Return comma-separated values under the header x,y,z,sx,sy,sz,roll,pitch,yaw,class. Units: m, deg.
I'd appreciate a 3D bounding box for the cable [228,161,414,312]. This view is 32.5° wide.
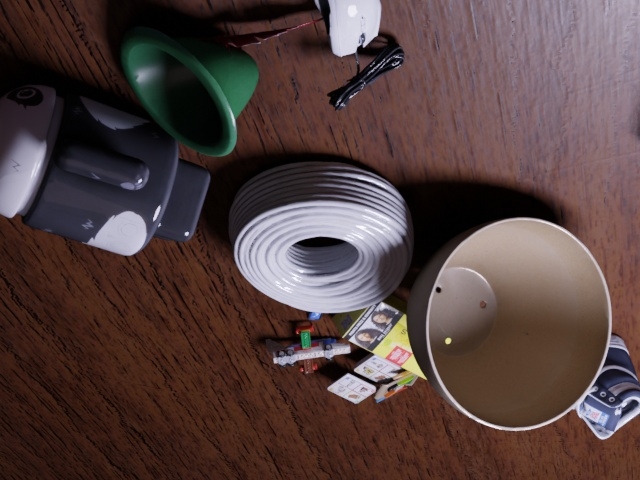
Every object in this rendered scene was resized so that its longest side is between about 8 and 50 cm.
x,y,z,sx,sy,sz,roll,pitch,yaw,class
0.000,0.000,1.508,0.257,0.089,0.257,8,142,-9,cable

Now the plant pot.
x,y,z,sx,sy,sz,roll,pitch,yaw,class
0.232,0.108,1.536,0.284,0.284,0.191,18,175,-21,plant pot

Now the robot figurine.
x,y,z,sx,sy,sz,roll,pitch,yaw,class
-0.280,-0.086,1.340,0.278,0.173,0.209,19,136,-22,robot figurine

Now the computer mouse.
x,y,z,sx,sy,sz,roll,pitch,yaw,class
0.038,-0.235,1.211,0.106,0.042,0.193,-33,141,-11,computer mouse

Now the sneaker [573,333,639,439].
x,y,z,sx,sy,sz,roll,pitch,yaw,class
0.370,0.234,1.711,0.282,0.153,0.099,-7,136,-10,sneaker

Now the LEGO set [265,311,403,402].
x,y,z,sx,sy,sz,roll,pitch,yaw,class
0.036,0.167,1.781,0.244,0.060,0.182,29,125,-36,LEGO set

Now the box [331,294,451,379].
x,y,z,sx,sy,sz,roll,pitch,yaw,class
0.134,0.150,1.705,0.232,0.058,0.087,30,108,-32,box

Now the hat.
x,y,z,sx,sy,sz,roll,pitch,yaw,class
-0.100,-0.215,1.287,0.208,0.183,0.173,32,151,24,hat

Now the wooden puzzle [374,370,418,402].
x,y,z,sx,sy,sz,roll,pitch,yaw,class
0.131,0.246,1.859,0.078,0.014,0.116,-21,159,-13,wooden puzzle
